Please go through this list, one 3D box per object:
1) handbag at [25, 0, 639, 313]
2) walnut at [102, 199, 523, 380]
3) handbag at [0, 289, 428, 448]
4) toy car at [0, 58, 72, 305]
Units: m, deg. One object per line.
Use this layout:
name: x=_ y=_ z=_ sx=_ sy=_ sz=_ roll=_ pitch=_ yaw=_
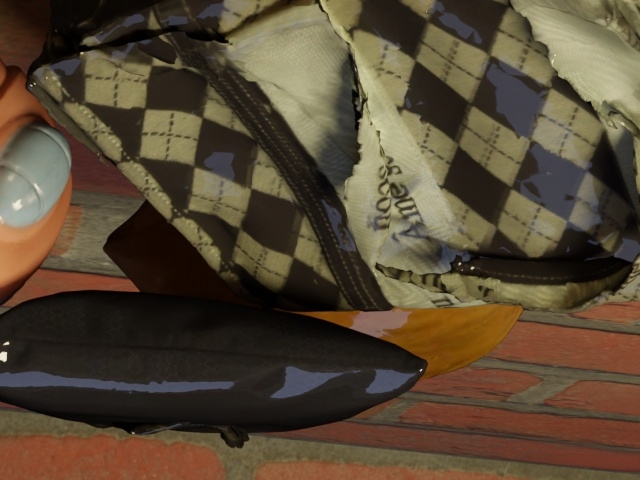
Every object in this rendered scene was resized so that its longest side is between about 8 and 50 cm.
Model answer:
handbag: x=0.096 y=-0.090 z=0.949 sx=0.416 sy=0.180 sz=0.317 roll=-2 pitch=152 yaw=26
walnut: x=0.000 y=0.000 z=1.261 sx=0.298 sy=0.203 sz=0.203 roll=4 pitch=165 yaw=5
handbag: x=-0.084 y=0.077 z=1.103 sx=0.254 sy=0.089 sz=0.211 roll=4 pitch=170 yaw=-10
toy car: x=-0.255 y=-0.050 z=1.049 sx=0.212 sy=0.180 sz=0.270 roll=-16 pitch=119 yaw=33
